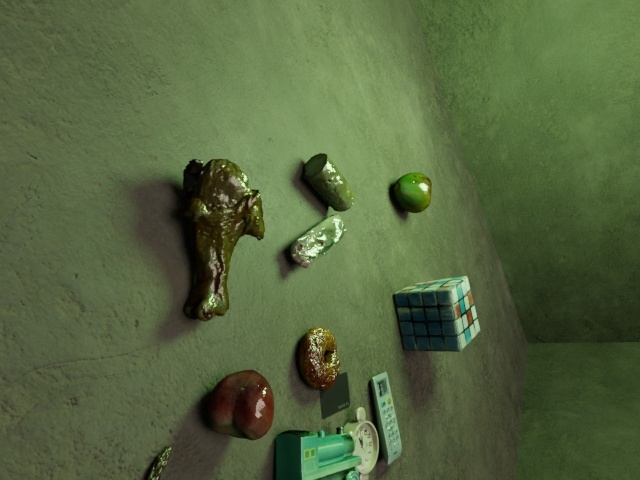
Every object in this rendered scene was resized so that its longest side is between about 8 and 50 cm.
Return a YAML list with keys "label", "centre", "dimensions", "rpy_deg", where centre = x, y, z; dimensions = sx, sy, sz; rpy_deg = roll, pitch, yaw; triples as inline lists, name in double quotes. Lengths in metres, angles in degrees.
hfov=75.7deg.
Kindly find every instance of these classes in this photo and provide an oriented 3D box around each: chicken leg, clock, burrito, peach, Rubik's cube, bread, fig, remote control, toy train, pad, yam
- label: "chicken leg"
  centre: [-0.224, -0.008, 0.971]
  dimensions: [0.211, 0.140, 0.362]
  rpy_deg: [-4, 95, -33]
- label: "clock"
  centre: [0.119, 0.654, 1.311]
  dimensions: [0.155, 0.063, 0.230]
  rpy_deg: [15, 67, -48]
- label: "burrito"
  centre: [-0.003, -0.002, 1.316]
  dimensions: [0.309, 0.066, 0.096]
  rpy_deg: [-39, 110, -53]
- label: "peach"
  centre: [-0.175, 0.363, 0.930]
  dimensions: [0.152, 0.152, 0.152]
  rpy_deg: [19, 66, -50]
- label: "Rubik's cube"
  centre: [0.491, 0.308, 1.738]
  dimensions: [0.253, 0.258, 0.257]
  rpy_deg: [-11, 89, -52]
- label: "bread"
  centre: [0.003, 0.352, 1.232]
  dimensions: [0.193, 0.063, 0.194]
  rpy_deg: [25, 60, -51]
- label: "fig"
  centre: [0.416, -0.218, 1.859]
  dimensions: [0.190, 0.181, 0.181]
  rpy_deg: [15, 67, -27]
- label: "remote control"
  centre: [0.229, 0.631, 1.473]
  dimensions: [0.103, 0.051, 0.294]
  rpy_deg: [6, 73, -53]
- label: "toy train"
  centre: [0.003, 0.610, 1.120]
  dimensions: [0.298, 0.119, 0.194]
  rpy_deg: [21, 59, -49]
- label: "pad"
  centre: [0.048, 0.487, 1.305]
  dimensions: [0.157, 0.003, 0.113]
  rpy_deg: [5, 77, -53]
- label: "yam"
  centre: [0.033, -0.188, 1.382]
  dimensions: [0.194, 0.107, 0.107]
  rpy_deg: [47, 47, -37]

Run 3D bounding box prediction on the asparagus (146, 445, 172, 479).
- label: "asparagus"
  centre: [-0.334, 0.506, 0.764]
  dimensions: [0.034, 0.027, 0.236]
  rpy_deg: [48, 45, -42]
